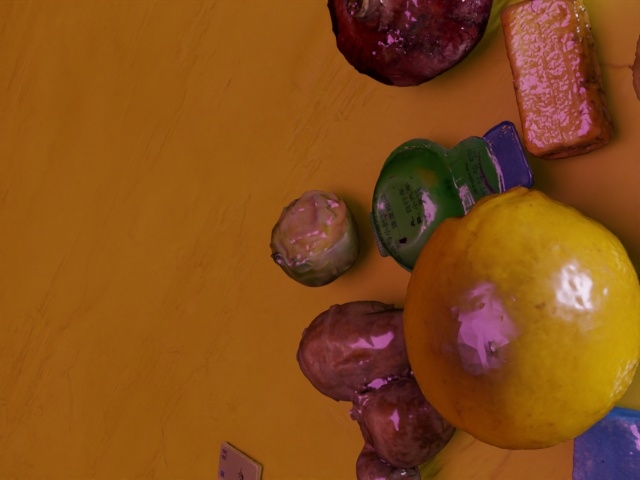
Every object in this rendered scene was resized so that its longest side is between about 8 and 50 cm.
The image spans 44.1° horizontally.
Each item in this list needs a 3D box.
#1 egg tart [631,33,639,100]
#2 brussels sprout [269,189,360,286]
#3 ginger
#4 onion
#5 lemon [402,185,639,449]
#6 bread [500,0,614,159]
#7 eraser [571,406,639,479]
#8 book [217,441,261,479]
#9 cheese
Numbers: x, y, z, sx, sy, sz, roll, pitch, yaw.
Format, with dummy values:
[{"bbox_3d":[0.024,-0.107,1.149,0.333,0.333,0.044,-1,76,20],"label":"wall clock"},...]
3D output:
[{"bbox_3d":[0.453,-0.203,0.772,0.294,0.123,0.294,-11,70,30],"label":"egg tart"},{"bbox_3d":[0.000,0.004,1.267,0.149,0.122,0.151,22,73,35],"label":"brussels sprout"},{"bbox_3d":[0.093,0.231,1.168,0.244,0.155,0.304,-38,67,36],"label":"ginger"},{"bbox_3d":[0.106,-0.333,1.069,0.252,0.219,0.252,14,112,39],"label":"onion"},{"bbox_3d":[0.237,0.096,0.942,0.297,0.297,0.297,4,96,43],"label":"lemon"},{"bbox_3d":[0.296,-0.208,0.992,0.114,0.083,0.211,-13,85,38],"label":"bread"},{"bbox_3d":[0.385,0.367,0.981,0.144,0.042,0.312,5,97,43],"label":"eraser"},{"bbox_3d":[-0.155,0.444,1.516,0.111,0.014,0.077,19,108,41],"label":"book"},{"bbox_3d":[0.170,-0.059,1.108,0.320,0.083,0.204,-31,72,50],"label":"cheese"}]
